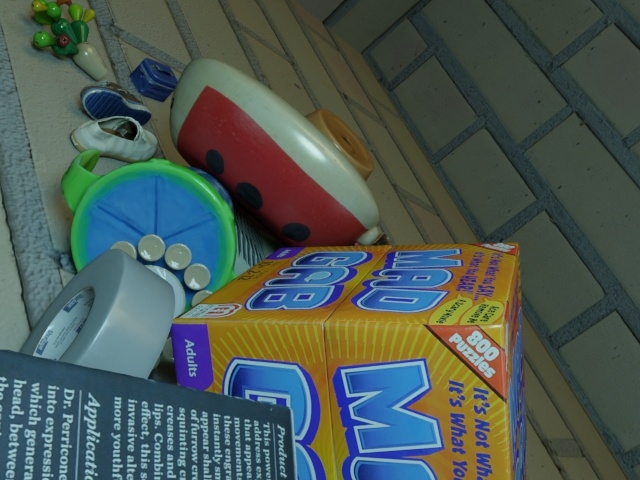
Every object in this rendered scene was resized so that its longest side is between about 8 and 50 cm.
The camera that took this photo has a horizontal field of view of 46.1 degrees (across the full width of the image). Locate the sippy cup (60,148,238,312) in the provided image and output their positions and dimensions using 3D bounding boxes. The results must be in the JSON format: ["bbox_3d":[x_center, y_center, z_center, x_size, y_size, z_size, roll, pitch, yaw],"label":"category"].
[{"bbox_3d":[-0.227,-0.017,1.145,0.224,0.240,0.306,-75,147,-77],"label":"sippy cup"}]

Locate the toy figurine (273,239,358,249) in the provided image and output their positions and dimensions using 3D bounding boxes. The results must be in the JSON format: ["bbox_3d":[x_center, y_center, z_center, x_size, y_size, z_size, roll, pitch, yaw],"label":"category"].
[{"bbox_3d":[0.000,0.000,1.445,0.130,0.159,0.173,41,-22,48],"label":"toy figurine"}]

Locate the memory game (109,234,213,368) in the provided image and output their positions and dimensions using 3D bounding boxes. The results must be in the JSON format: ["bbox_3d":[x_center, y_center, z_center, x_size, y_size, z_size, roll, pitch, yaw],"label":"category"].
[{"bbox_3d":[-0.234,0.084,1.020,0.186,0.186,0.012,48,-8,-8],"label":"memory game"}]

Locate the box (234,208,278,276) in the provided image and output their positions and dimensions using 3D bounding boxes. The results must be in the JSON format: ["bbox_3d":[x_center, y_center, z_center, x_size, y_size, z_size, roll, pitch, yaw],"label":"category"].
[{"bbox_3d":[-0.148,0.019,1.390,0.275,0.094,0.113,54,21,10],"label":"box"}]

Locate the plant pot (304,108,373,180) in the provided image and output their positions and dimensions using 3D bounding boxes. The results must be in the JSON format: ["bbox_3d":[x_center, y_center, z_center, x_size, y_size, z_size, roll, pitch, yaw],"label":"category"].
[{"bbox_3d":[-0.006,-0.189,1.875,0.291,0.203,0.291,42,22,-21],"label":"plant pot"}]

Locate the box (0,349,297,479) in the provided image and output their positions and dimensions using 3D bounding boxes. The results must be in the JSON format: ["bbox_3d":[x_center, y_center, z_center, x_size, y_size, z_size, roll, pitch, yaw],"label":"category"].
[{"bbox_3d":[-0.243,0.220,0.526,0.395,0.293,0.212,27,51,-48],"label":"box"}]

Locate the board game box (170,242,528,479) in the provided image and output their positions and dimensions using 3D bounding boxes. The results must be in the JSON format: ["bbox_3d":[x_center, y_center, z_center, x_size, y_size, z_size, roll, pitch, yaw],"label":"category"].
[{"bbox_3d":[0.068,0.216,0.950,0.356,0.356,0.357,-37,124,-69],"label":"board game box"}]

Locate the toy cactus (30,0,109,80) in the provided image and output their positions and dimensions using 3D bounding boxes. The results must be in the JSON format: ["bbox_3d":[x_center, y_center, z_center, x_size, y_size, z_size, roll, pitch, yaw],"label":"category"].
[{"bbox_3d":[-0.471,-0.394,1.442,0.180,0.112,0.219,51,10,-26],"label":"toy cactus"}]

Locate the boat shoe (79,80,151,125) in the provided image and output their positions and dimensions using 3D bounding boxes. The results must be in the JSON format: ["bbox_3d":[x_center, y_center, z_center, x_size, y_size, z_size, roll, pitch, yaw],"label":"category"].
[{"bbox_3d":[-0.395,-0.260,1.412,0.066,0.066,0.183,52,11,16],"label":"boat shoe"}]

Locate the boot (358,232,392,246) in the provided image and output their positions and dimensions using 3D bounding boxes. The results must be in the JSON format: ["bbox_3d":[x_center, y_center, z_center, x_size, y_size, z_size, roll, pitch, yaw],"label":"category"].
[{"bbox_3d":[0.043,0.040,1.562,0.109,0.220,0.283,41,23,-25],"label":"boot"}]

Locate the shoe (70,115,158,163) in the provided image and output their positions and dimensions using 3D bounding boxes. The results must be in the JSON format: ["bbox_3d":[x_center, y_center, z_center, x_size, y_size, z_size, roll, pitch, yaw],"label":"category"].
[{"bbox_3d":[-0.355,-0.185,1.361,0.077,0.058,0.219,54,21,9],"label":"shoe"}]

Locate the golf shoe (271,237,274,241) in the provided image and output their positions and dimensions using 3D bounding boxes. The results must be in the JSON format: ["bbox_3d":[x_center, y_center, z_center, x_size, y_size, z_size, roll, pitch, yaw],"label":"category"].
[{"bbox_3d":[-0.135,-0.015,1.500,0.198,0.077,0.094,39,24,-25],"label":"golf shoe"}]

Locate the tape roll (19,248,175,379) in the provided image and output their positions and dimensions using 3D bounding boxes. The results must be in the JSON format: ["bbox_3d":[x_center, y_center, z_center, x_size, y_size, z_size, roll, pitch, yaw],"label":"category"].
[{"bbox_3d":[-0.257,0.118,0.832,0.072,0.219,0.219,38,24,-27],"label":"tape roll"}]

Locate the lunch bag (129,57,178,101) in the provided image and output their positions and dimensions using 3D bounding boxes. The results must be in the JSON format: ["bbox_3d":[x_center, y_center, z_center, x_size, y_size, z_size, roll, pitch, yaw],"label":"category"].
[{"bbox_3d":[-0.357,-0.351,1.623,0.067,0.065,0.098,58,22,19],"label":"lunch bag"}]

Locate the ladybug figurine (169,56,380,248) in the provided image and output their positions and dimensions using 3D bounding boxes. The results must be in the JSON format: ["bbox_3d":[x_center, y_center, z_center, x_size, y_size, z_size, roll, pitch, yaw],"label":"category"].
[{"bbox_3d":[-0.093,-0.126,1.285,0.449,0.162,0.305,39,-12,15],"label":"ladybug figurine"}]
